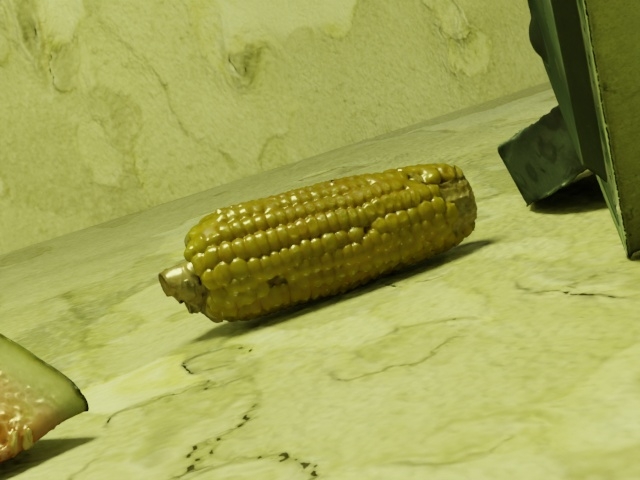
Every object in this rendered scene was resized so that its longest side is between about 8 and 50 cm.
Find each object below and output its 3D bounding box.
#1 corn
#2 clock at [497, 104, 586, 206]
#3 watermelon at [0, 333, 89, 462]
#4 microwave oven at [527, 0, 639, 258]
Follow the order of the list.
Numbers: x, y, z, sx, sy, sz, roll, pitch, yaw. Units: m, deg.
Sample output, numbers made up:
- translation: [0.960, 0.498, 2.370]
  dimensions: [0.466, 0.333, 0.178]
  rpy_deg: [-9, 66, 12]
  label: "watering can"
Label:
- translation: [0.000, 0.000, 0.971]
  dimensions: [0.262, 0.097, 0.097]
  rpy_deg: [-16, 7, -12]
  label: "corn"
- translation: [0.295, -0.141, 1.079]
  dimensions: [0.312, 0.061, 0.312]
  rpy_deg: [-34, -3, -2]
  label: "clock"
- translation: [-0.312, 0.108, 0.722]
  dimensions: [0.303, 0.128, 0.159]
  rpy_deg: [-21, 9, -30]
  label: "watermelon"
- translation: [0.266, -0.231, 0.697]
  dimensions: [0.333, 0.394, 0.247]
  rpy_deg: [-14, 50, 9]
  label: "microwave oven"
